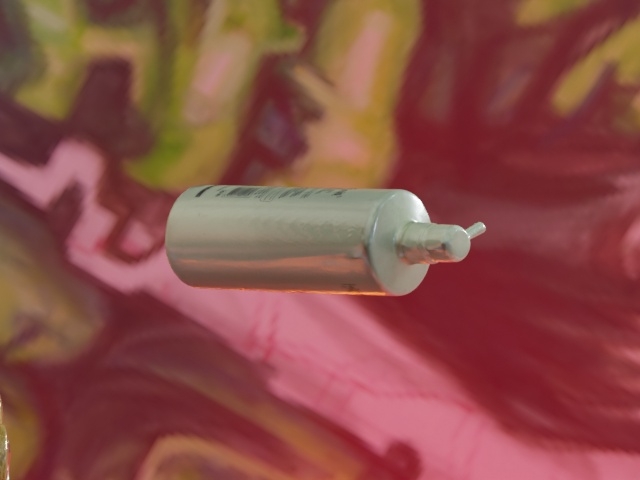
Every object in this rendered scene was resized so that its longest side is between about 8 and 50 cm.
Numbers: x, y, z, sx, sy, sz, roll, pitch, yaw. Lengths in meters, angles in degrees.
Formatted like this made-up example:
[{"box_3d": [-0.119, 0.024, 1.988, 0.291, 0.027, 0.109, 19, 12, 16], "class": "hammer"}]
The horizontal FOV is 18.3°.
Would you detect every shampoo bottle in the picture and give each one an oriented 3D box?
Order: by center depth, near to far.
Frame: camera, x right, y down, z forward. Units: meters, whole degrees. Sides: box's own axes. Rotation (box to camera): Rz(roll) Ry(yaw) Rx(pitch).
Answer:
[{"box_3d": [0.000, 0.000, 1.543, 0.262, 0.085, 0.085, 2, -124, 39], "class": "shampoo bottle"}]

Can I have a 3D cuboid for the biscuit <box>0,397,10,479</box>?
[{"box_3d": [-0.360, 0.242, 2.176, 0.240, 0.035, 0.158, 169, -77, -74], "class": "biscuit"}]
